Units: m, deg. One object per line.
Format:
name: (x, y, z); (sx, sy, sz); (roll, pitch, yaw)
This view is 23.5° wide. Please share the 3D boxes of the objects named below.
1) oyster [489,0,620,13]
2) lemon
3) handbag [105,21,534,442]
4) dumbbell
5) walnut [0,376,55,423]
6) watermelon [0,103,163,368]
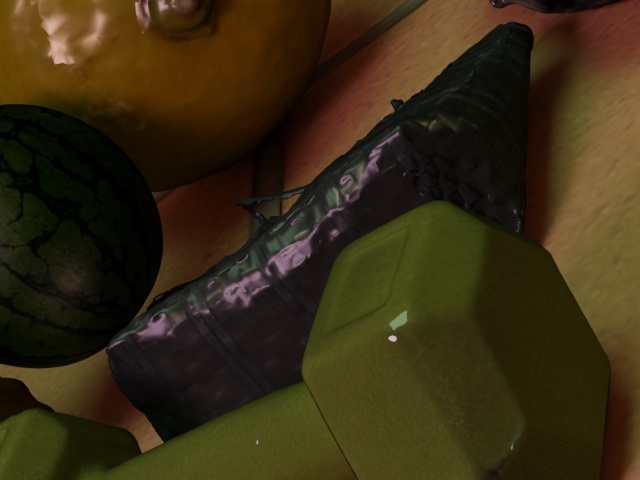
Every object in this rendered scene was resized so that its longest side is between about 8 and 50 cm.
oyster: (0.115, -0.210, 0.849); (0.162, 0.158, 0.351); (-3, 14, -9)
lemon: (-0.119, -0.155, 0.973); (0.260, 0.260, 0.284); (-38, 33, 14)
handbag: (0.000, 0.000, 0.753); (0.270, 0.089, 0.175); (-37, 17, 18)
dumbbell: (-0.033, 0.091, 0.608); (0.302, 0.108, 0.121); (-28, 28, 33)
walnut: (-0.254, 0.135, 0.808); (0.269, 0.243, 0.222); (-135, 51, -60)
watermelon: (-0.178, -0.011, 0.832); (0.141, 0.187, 0.141); (-59, 4, 7)
